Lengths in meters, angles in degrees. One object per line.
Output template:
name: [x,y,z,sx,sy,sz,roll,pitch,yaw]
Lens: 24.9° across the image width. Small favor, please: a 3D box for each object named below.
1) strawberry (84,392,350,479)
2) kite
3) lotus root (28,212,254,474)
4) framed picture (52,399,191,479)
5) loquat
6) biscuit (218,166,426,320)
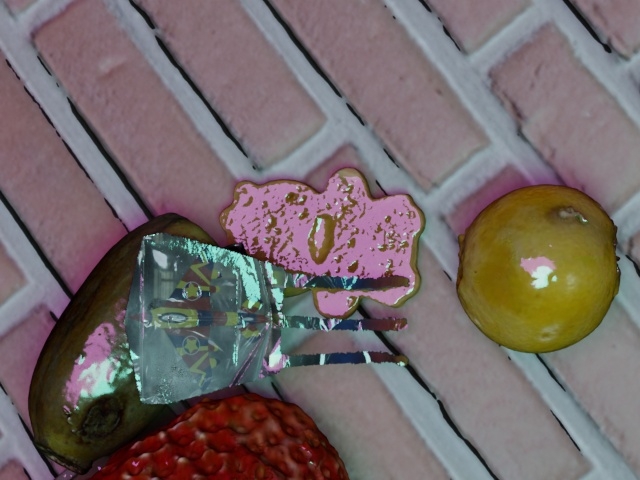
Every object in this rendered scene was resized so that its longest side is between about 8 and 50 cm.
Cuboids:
strawberry: [-0.103,0.300,1.154,0.291,0.310,0.292,7,115,15]
kite: [-0.042,0.066,1.207,0.245,0.015,0.141,2,88,-15]
lotus root: [-0.164,0.084,1.240,0.123,0.124,0.241,37,78,1]
framed picture: [-0.123,0.322,1.276,0.240,0.020,0.324,-42,80,5]
loquat: [0.178,0.021,1.187,0.141,0.141,0.141,-1,85,11]
biscuit: [0.003,0.005,1.274,0.184,0.027,0.134,-7,87,12]
